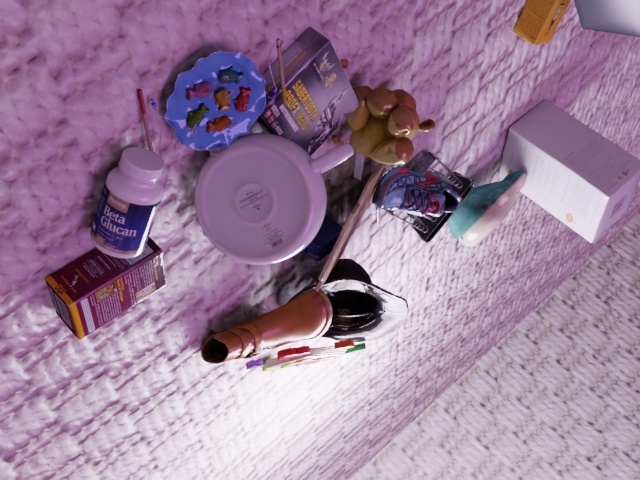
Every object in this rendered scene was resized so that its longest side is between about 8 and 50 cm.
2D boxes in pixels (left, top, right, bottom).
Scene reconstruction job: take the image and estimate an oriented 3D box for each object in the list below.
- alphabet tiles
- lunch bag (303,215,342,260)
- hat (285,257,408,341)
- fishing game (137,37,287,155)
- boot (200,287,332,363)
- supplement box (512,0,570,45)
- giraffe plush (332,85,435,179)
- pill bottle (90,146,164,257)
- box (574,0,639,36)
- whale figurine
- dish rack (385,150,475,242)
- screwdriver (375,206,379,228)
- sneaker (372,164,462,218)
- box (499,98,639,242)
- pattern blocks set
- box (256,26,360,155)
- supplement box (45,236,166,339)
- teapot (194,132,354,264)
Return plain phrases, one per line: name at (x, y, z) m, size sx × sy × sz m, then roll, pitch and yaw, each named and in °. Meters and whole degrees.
alphabet tiles at (0.075, -0.044, 1.997) m, size 0.285 × 0.011 × 0.342 m, roll -64°, pitch 175°, yaw 25°
lunch bag at (0.000, 0.000, 2.042) m, size 0.098 × 0.067 × 0.065 m, roll -36°, pitch 150°, yaw -26°
hat at (0.064, 0.129, 2.189) m, size 0.332 × 0.133 × 0.331 m, roll 1°, pitch 150°, yaw 1°
fishing game at (-0.166, -0.219, 1.472) m, size 0.264 × 0.041 × 0.189 m, roll -22°, pitch 138°, yaw -22°
boot at (-0.123, 0.196, 2.004) m, size 0.220 × 0.109 × 0.283 m, roll -12°, pitch 172°, yaw -41°
supplement box at (0.539, -0.574, 2.093) m, size 0.078 × 0.080 × 0.233 m, roll -19°, pitch 139°, yaw -44°
giraffe plush at (0.147, -0.241, 1.860) m, size 0.170 × 0.181 × 0.210 m, roll -36°, pitch 160°, yaw -40°
pill bottle at (-0.310, -0.063, 1.462) m, size 0.094 × 0.094 × 0.169 m, roll -15°, pitch 137°, yaw -48°
box at (0.676, -0.655, 1.951) m, size 0.294 × 0.183 × 0.296 m, roll -56°, pitch 140°, yaw -17°
whale figurine at (0.462, -0.108, 2.526) m, size 0.272 × 0.141 × 0.216 m, roll -46°, pitch 173°, yaw -21°
dish rack at (0.274, -0.115, 2.300) m, size 0.208 × 0.074 × 0.271 m, roll -53°, pitch 153°, yaw 7°
screwdriver at (0.141, -0.069, 2.217) m, size 0.170 × 0.024 × 0.025 m, roll 88°, pitch 20°, yaw -56°
sneaker at (0.235, -0.107, 2.106) m, size 0.262 × 0.125 × 0.104 m, roll -8°, pitch 124°, yaw -44°
box at (0.697, -0.196, 2.526) m, size 0.168 × 0.345 × 0.215 m, roll -37°, pitch 152°, yaw -22°
pattern blocks set at (-0.036, 0.291, 2.231) m, size 0.325 × 0.026 × 0.285 m, roll -2°, pitch 164°, yaw -41°
box at (-0.031, -0.258, 1.671) m, size 0.183 × 0.056 × 0.231 m, roll -46°, pitch 154°, yaw -5°
supplement box at (-0.369, 0.071, 1.565) m, size 0.188 × 0.081 × 0.104 m, roll -34°, pitch 149°, yaw -27°
teapot at (-0.093, -0.083, 1.638) m, size 0.187 × 0.256 × 0.252 m, roll -36°, pitch 141°, yaw -74°
